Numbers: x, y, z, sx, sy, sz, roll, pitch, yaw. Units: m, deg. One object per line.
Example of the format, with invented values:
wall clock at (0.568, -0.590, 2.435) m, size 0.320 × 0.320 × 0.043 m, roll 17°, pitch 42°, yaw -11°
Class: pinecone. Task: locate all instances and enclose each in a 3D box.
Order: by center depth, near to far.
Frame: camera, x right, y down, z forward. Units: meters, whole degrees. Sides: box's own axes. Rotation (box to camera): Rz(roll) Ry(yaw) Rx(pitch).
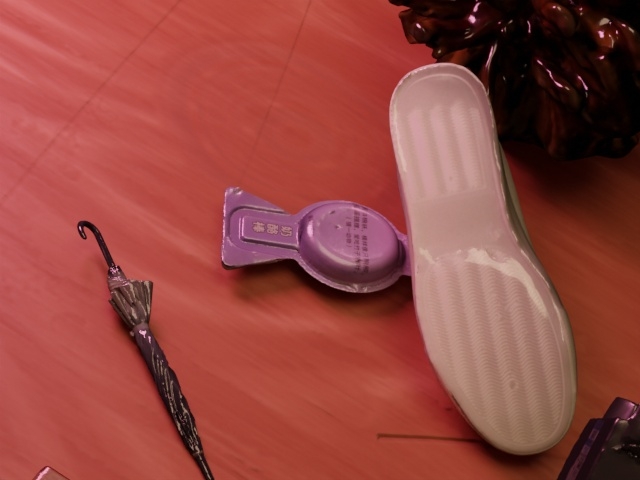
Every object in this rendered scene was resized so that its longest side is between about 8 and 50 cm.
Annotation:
pinecone at (0.242, -0.273, 1.485) m, size 0.397 × 0.398 × 0.398 m, roll 8°, pitch 53°, yaw -11°

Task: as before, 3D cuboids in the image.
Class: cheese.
cheese at (0.000, 0.000, 1.411) m, size 0.191 × 0.042 × 0.105 m, roll 11°, pitch 52°, yaw -13°

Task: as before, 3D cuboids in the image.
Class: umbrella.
umbrella at (-0.145, 0.091, 1.312) m, size 0.044 × 0.044 × 0.269 m, roll 7°, pitch 49°, yaw -61°

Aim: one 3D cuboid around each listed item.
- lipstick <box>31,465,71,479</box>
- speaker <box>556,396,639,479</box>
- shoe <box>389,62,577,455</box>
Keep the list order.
lipstick at (-0.241, 0.244, 1.158) m, size 0.045 × 0.045 × 0.145 m, roll 34°, pitch 51°, yaw 6°
speaker at (0.274, 0.275, 1.144) m, size 0.232 × 0.184 × 0.254 m, roll 28°, pitch 86°, yaw 4°
shoe at (0.145, 0.022, 1.404) m, size 0.131 × 0.160 × 0.363 m, roll -15°, pitch 83°, yaw 4°
